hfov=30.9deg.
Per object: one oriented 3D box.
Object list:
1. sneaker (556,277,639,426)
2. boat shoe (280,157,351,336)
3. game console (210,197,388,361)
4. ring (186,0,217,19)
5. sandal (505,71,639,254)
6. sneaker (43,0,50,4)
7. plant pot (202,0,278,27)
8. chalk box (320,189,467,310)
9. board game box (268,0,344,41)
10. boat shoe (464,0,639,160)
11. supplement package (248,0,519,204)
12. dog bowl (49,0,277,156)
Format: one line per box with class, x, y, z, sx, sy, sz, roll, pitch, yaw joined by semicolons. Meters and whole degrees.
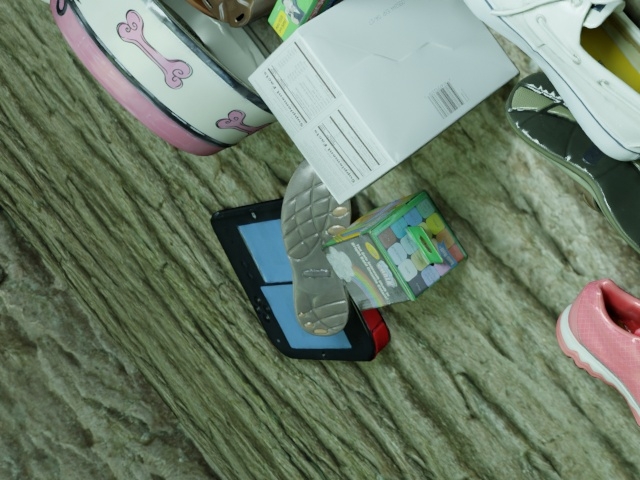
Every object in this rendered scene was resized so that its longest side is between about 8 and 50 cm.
sneaker;0.451;0.172;1.535;0.314;0.116;0.136;40;148;22
boat shoe;0.000;0.000;1.983;0.123;0.116;0.324;5;111;8
game console;-0.049;0.080;2.228;0.387;0.060;0.342;-8;116;58
ring;-0.246;-0.465;1.729;0.336;0.032;0.336;46;-165;-17
sandal;0.354;-0.090;1.412;0.303;0.120;0.086;47;175;16
sneaker;-0.414;-0.487;2.072;0.350;0.131;0.148;29;137;27
plant pot;-0.083;-0.393;1.632;0.167;0.165;0.167;36;147;29
chalk box;0.127;0.015;1.821;0.132;0.132;0.213;58;150;-8
board game box;0.064;-0.368;1.362;0.046;0.213;0.317;51;157;3
boat shoe;0.287;-0.254;1.275;0.367;0.136;0.156;52;152;-3
supplement package;0.083;-0.210;1.480;0.204;0.262;0.145;54;147;-2
dog bowl;-0.228;-0.297;1.726;0.408;0.150;0.408;45;-166;-14
